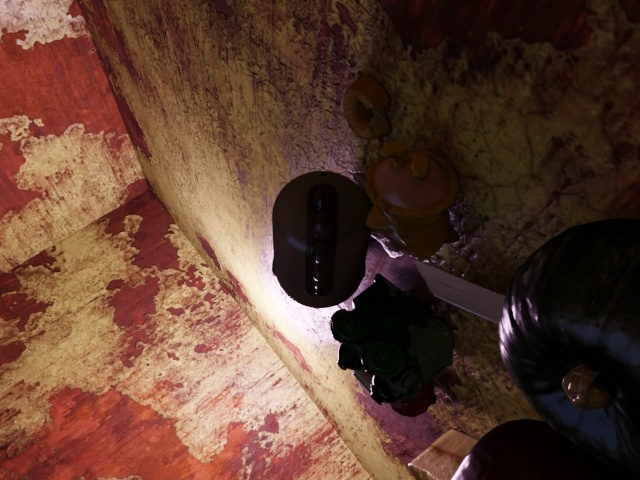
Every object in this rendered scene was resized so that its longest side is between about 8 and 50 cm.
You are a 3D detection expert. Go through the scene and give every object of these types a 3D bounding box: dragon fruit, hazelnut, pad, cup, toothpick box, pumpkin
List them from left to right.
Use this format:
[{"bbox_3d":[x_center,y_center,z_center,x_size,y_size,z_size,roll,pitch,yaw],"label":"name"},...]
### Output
[{"bbox_3d":[0.000,0.000,1.182,0.229,0.229,0.316,47,159,22],"label":"toothpick box"},{"bbox_3d":[0.155,0.434,1.805,0.083,0.075,0.054,50,-163,7],"label":"cup"},{"bbox_3d":[0.228,0.380,1.423,0.133,0.136,0.166,7,157,3],"label":"dragon fruit"},{"bbox_3d":[0.263,0.102,0.913,0.232,0.004,0.156,23,164,36],"label":"pad"},{"bbox_3d":[0.379,0.519,0.910,0.421,0.352,0.421,5,-90,-89],"label":"hazelnut"},{"bbox_3d":[0.337,0.125,0.609,0.300,0.207,0.300,37,147,30],"label":"pumpkin"}]

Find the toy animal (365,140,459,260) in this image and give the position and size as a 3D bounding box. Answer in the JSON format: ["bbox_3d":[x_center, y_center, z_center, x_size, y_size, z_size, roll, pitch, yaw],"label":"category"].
[{"bbox_3d":[0.142,-0.064,0.886,0.156,0.156,0.230,45,168,27],"label":"toy animal"}]

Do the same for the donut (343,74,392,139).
[{"bbox_3d":[0.074,-0.215,0.930,0.097,0.043,0.108,38,150,39],"label":"donut"}]

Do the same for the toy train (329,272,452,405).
[{"bbox_3d":[0.144,0.222,1.232,0.266,0.202,0.145,38,154,39],"label":"toy train"}]

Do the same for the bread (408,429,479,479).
[{"bbox_3d":[0.343,0.537,1.351,0.163,0.167,0.264,48,156,21],"label":"bread"}]
